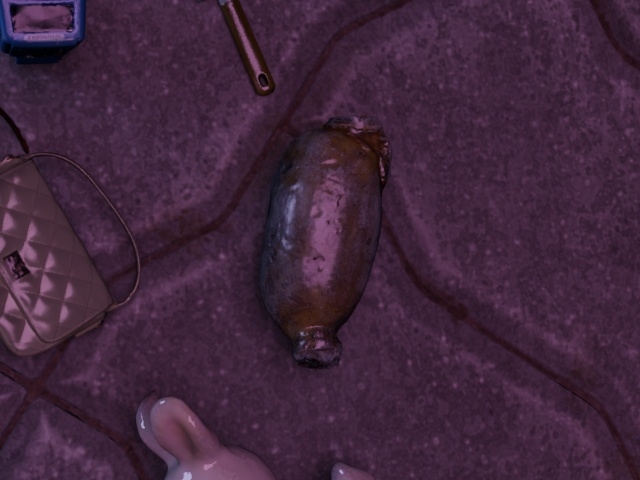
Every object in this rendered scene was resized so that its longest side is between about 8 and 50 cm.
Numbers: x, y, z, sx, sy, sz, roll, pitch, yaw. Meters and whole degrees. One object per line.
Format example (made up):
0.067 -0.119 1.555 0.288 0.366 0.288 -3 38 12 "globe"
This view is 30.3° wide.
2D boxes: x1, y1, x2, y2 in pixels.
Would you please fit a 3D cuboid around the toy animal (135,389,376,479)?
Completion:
-0.091 0.338 1.526 0.367 0.196 0.241 37 69 -10 "toy animal"

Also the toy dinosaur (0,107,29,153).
-0.548 -0.118 1.475 0.206 0.113 0.327 24 42 18 "toy dinosaur"

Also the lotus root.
-0.002 0.000 1.594 0.175 0.175 0.350 13 80 -13 "lotus root"

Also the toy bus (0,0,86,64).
-0.360 -0.297 1.498 0.113 0.246 0.134 -5 96 -16 "toy bus"

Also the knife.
-0.150 -0.361 1.669 0.061 0.027 0.343 -22 90 -12 "knife"

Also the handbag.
-0.358 0.008 1.539 0.219 0.079 0.256 -32 101 -19 "handbag"
